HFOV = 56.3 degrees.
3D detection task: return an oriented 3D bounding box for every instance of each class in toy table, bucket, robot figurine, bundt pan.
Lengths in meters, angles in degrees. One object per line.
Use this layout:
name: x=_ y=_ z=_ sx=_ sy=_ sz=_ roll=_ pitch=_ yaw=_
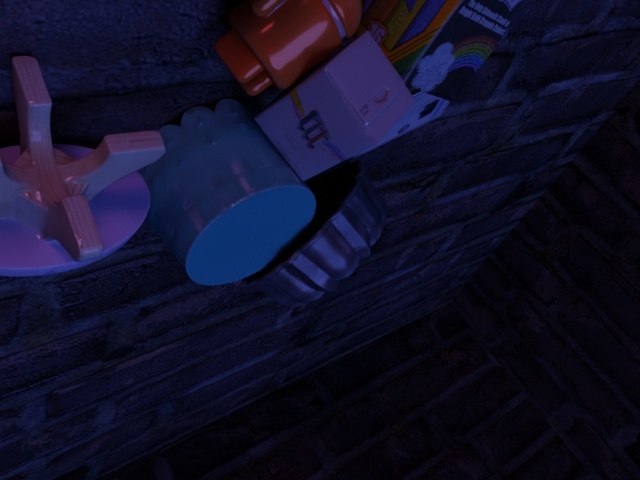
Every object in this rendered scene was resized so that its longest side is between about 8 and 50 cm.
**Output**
toy table: x=-0.325 y=-0.071 z=0.721 sx=0.274 sy=0.252 sz=0.161 roll=-29 pitch=174 yaw=-39
bucket: x=-0.153 y=-0.069 z=0.992 sx=0.281 sy=0.183 sz=0.281 roll=-29 pitch=156 yaw=-14
robot figurine: x=-0.035 y=-0.295 z=0.815 sx=0.219 sy=0.128 sz=0.158 roll=-38 pitch=128 yaw=3
bundt pan: x=0.000 y=0.000 z=1.182 sx=0.331 sy=0.124 sz=0.331 roll=-41 pitch=-164 yaw=14

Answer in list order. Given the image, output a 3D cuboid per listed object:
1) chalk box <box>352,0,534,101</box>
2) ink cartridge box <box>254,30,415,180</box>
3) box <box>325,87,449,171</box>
chalk box: x=0.197 y=-0.389 z=0.904 sx=0.180 sy=0.179 sz=0.289 roll=-3 pitch=139 yaw=-51
ink cartridge box: x=0.020 y=-0.194 z=0.879 sx=0.176 sy=0.127 sz=0.128 roll=-19 pitch=-155 yaw=48
box: x=0.119 y=-0.253 z=1.114 sx=0.289 sy=0.087 sz=0.169 roll=-27 pitch=167 yaw=-21
